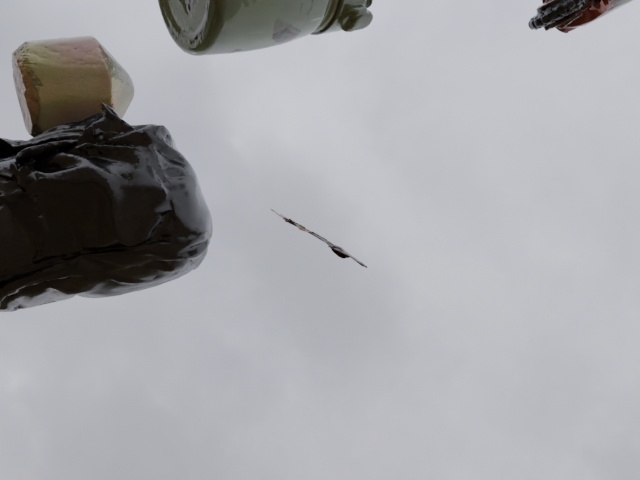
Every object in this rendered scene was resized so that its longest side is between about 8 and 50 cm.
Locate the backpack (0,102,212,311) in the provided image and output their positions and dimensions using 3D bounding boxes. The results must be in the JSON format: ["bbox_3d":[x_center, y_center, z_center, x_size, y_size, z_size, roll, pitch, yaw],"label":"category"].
[{"bbox_3d":[-0.381,-0.030,0.769,0.446,0.363,0.254,-13,-92,-15],"label":"backpack"}]

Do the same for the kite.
[{"bbox_3d":[0.000,0.000,0.701,0.159,0.190,0.010,33,-92,-27],"label":"kite"}]

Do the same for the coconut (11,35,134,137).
[{"bbox_3d":[-0.342,-0.213,0.810,0.147,0.153,0.147,34,-48,48],"label":"coconut"}]

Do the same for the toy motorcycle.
[{"bbox_3d":[0.431,-0.384,0.818,0.298,0.171,0.089,-26,-83,14],"label":"toy motorcycle"}]

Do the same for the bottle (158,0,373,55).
[{"bbox_3d":[-0.072,-0.429,0.935,0.229,0.352,0.229,28,-52,44],"label":"bottle"}]
